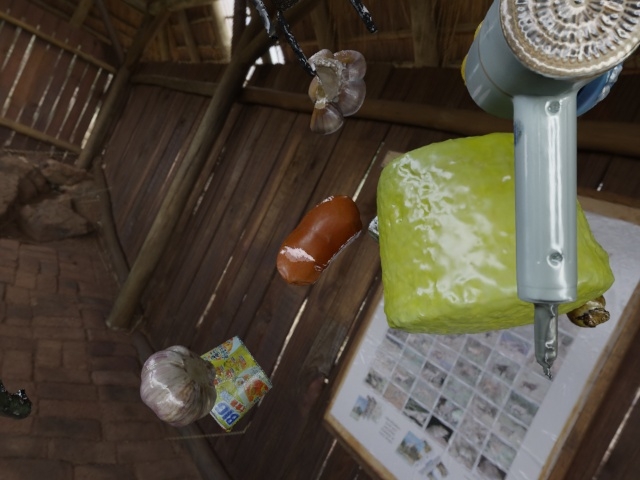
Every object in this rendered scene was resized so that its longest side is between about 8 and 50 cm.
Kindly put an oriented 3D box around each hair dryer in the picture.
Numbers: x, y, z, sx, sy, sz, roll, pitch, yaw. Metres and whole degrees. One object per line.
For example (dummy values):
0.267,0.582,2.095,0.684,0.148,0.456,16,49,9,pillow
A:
0.197,-0.049,0.392,0.108,0.356,0.173,-1,5,11,hair dryer

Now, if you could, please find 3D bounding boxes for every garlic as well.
0.046,-0.399,1.151,0.160,0.213,0.191,-4,25,6,garlic
-0.256,0.263,0.770,0.147,0.102,0.159,51,6,-9,garlic

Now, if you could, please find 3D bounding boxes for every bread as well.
0.264,-0.003,0.719,0.349,0.307,0.348,-6,-14,-1,bread

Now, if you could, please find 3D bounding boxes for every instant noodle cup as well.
-0.224,0.344,1.071,0.205,0.153,0.205,48,-20,23,instant noodle cup

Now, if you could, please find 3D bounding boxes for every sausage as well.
-0.002,-0.002,1.020,0.133,0.258,0.133,39,-15,13,sausage

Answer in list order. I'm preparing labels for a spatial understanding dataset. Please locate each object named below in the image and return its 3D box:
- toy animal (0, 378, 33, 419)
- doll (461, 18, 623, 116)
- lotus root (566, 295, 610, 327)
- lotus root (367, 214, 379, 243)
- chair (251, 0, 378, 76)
-0.565,0.278,0.747,0.065,0.047,0.135,32,-21,30,toy animal
0.368,-0.276,0.683,0.314,0.177,0.141,-5,40,-26,doll
0.686,0.151,1.138,0.095,0.108,0.190,11,28,5,lotus root
0.250,0.005,1.241,0.235,0.119,0.138,42,0,-36,lotus root
-0.033,-0.349,0.565,0.213,0.174,0.149,60,14,12,chair
